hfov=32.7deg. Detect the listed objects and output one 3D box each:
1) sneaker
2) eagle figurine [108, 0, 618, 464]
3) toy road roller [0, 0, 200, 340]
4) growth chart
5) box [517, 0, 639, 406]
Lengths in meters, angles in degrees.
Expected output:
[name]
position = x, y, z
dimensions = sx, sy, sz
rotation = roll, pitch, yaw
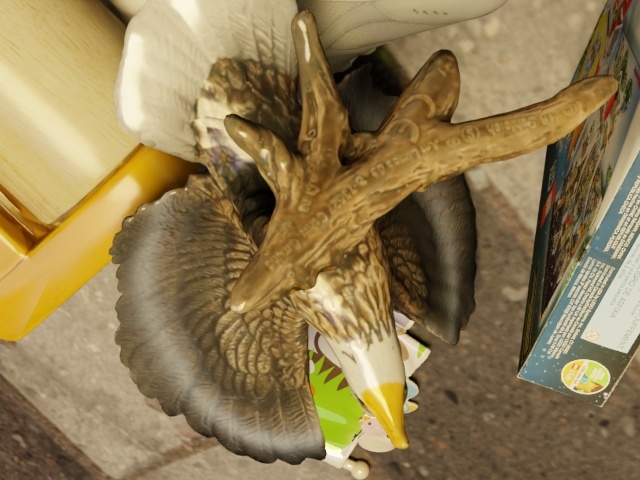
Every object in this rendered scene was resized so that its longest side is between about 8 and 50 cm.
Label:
[sneaker]
position = -0.005, -0.129, 0.649
dimensions = 0.262, 0.099, 0.121
rotation = 2, 133, 28
[eagle figurine]
position = 0.001, 0.011, 0.594
dimensions = 0.226, 0.225, 0.298
rotation = 11, 168, -1
[toy road roller]
position = -0.238, -0.056, 0.708
dimensions = 0.329, 0.240, 0.202
rotation = -38, 107, 19
[growth chart]
position = -0.001, 0.086, 0.839
dimensions = 0.172, 0.021, 0.237
rotation = 20, 129, 4
[box]
position = 0.155, -0.055, 0.543
dimensions = 0.044, 0.233, 0.159
rotation = 19, 129, 2
